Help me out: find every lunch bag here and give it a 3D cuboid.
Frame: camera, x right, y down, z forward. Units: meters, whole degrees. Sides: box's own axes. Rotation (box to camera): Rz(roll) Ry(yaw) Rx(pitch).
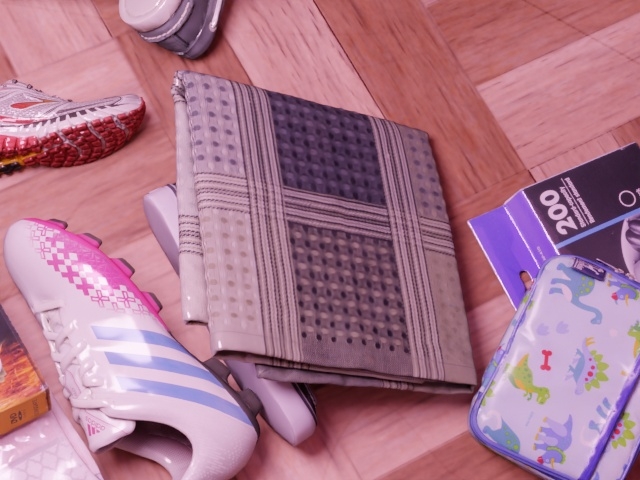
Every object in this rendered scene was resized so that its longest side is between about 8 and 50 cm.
[{"bbox_3d":[0.260,0.134,1.637,0.176,0.090,0.219,28,83,6],"label":"lunch bag"}]

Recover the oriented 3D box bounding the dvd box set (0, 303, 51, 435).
[{"bbox_3d":[-0.504,0.118,1.510,0.420,0.062,0.307,-26,68,-19],"label":"dvd box set"}]

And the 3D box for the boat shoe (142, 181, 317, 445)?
[{"bbox_3d":[-0.066,0.059,1.642,0.102,0.108,0.301,-26,67,-16],"label":"boat shoe"}]

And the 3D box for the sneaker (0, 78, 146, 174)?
[{"bbox_3d":[-0.291,-0.129,1.689,0.225,0.088,0.092,-8,68,-12],"label":"sneaker"}]

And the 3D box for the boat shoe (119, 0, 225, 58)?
[{"bbox_3d":[-0.136,-0.340,1.812,0.099,0.116,0.319,40,50,-39],"label":"boat shoe"}]

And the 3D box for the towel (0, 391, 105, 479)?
[{"bbox_3d":[-0.396,0.220,1.532,0.332,0.053,0.317,-32,68,-21],"label":"towel"}]

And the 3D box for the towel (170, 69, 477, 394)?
[{"bbox_3d":[0.000,0.000,1.633,0.312,0.056,0.324,11,55,-31],"label":"towel"}]

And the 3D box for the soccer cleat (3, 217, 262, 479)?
[{"bbox_3d":[-0.206,0.115,1.580,0.331,0.116,0.143,42,57,8],"label":"soccer cleat"}]

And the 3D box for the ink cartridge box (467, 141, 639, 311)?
[{"bbox_3d":[0.293,0.021,1.738,0.208,0.045,0.206,-24,74,-16],"label":"ink cartridge box"}]
